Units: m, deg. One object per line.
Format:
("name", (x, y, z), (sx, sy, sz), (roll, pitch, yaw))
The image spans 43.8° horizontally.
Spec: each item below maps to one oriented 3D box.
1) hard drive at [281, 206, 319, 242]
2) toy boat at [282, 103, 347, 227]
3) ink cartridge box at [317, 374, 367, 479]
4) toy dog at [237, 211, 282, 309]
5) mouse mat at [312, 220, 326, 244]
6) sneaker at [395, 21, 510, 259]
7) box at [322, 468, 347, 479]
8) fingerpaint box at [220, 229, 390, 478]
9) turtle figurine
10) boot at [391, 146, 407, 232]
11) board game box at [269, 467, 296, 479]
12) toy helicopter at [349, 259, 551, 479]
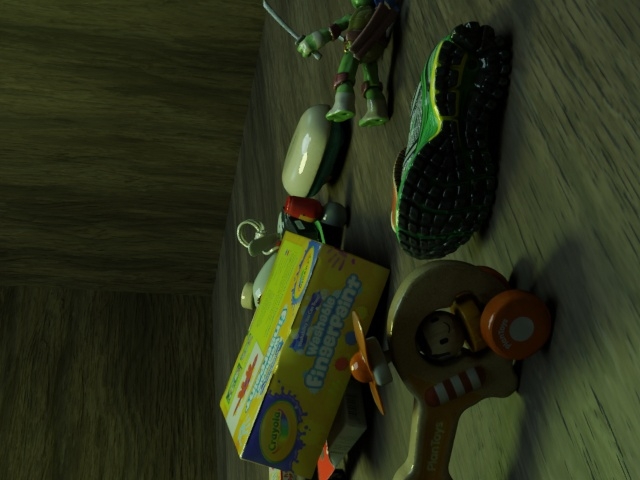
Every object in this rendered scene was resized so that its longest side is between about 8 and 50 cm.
("hard drive", (-0.054, 0.102, 2.099), (0.237, 0.064, 0.339), (-123, 32, -68))
("toy boat", (-0.006, -0.159, 1.954), (0.267, 0.148, 0.318), (116, 162, -46))
("ink cartridge box", (0.019, 0.387, 1.711), (0.232, 0.066, 0.189), (-55, 26, 33))
("toy dog", (-0.138, 0.073, 2.302), (0.161, 0.220, 0.334), (28, -125, -81))
("mouse mat", (0.000, 0.000, 2.002), (0.190, 0.007, 0.153), (-122, 17, -66))
("sneaker", (0.189, -0.138, 1.178), (0.146, 0.134, 0.344), (-141, 65, -82))
("box", (0.029, 0.543, 1.739), (0.083, 0.052, 0.062), (-141, 56, -75))
("fingerpaint box", (-0.046, 0.222, 1.705), (0.371, 0.163, 0.445), (-164, 94, -76))
("turtle figurine", (0.046, -0.370, 1.650), (0.198, 0.274, 0.266), (19, -112, -69))
("boot", (0.150, -0.086, 1.424), (0.084, 0.059, 0.158), (158, 114, -80))
("board game box", (-0.098, 0.562, 2.043), (0.147, 0.045, 0.194), (116, 155, -56))
("toy helicopter", (0.136, 0.197, 1.017), (0.140, 0.234, 0.355), (-131, 47, -71))
